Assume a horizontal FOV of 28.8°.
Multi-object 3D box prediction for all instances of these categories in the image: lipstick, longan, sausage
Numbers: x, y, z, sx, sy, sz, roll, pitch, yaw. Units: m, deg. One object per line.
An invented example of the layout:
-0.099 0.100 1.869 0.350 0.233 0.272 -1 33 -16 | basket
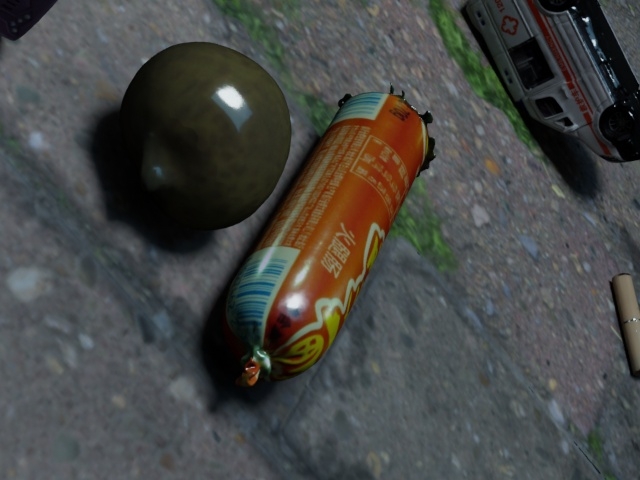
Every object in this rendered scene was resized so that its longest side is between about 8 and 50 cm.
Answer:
0.274 0.073 1.094 0.019 0.019 0.094 23 50 -40 | lipstick
-0.068 -0.060 0.720 0.113 0.092 0.113 3 86 -47 | longan
0.000 0.000 0.777 0.083 0.083 0.264 48 39 -16 | sausage

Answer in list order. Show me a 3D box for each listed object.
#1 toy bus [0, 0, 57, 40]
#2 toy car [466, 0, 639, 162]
-0.168 -0.208 0.696 0.087 0.098 0.178 29 45 -34 | toy bus
0.221 -0.157 1.125 0.089 0.108 0.209 -33 96 -56 | toy car
